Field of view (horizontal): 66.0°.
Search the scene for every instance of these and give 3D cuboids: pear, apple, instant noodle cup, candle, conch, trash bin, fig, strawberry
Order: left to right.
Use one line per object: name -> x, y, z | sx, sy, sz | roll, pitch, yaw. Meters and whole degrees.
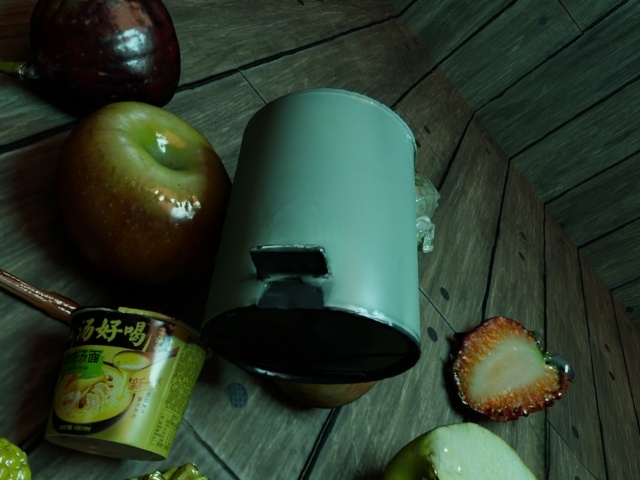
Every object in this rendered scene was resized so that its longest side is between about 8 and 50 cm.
candle -> -0.321, 0.051, 0.528 | 0.167, 0.021, 0.026 | 37, 60, -26
fig -> -0.311, -0.249, 0.662 | 0.204, 0.186, 0.249 | 62, 39, -22
instant noodle cup -> -0.196, 0.150, 0.500 | 0.151, 0.151, 0.122 | 30, 54, -31
apple -> -0.216, -0.053, 0.614 | 0.210, 0.173, 0.235 | 15, 43, -33
trash bin -> 0.000, 0.000, 0.549 | 0.277, 0.217, 0.263 | 76, 16, -58
apple -> 0.015, 0.143, 0.716 | 0.188, 0.174, 0.188 | 27, 44, -30
conch -> 0.194, -0.095, 1.140 | 0.210, 0.159, 0.291 | 6, 55, -46
pear -> 0.197, 0.446, 0.662 | 0.386, 0.191, 0.340 | 47, 32, -11
strawberry -> 0.380, 0.296, 1.090 | 0.306, 0.138, 0.233 | -12, 48, -27

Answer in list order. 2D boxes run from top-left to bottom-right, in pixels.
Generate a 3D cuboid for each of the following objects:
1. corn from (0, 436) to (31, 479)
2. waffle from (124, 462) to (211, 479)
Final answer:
corn -> -0.357, 0.160, 0.325 | 0.313, 0.102, 0.102 | 19, 48, -41
waffle -> -0.157, 0.342, 0.459 | 0.243, 0.058, 0.238 | 17, 47, -45
